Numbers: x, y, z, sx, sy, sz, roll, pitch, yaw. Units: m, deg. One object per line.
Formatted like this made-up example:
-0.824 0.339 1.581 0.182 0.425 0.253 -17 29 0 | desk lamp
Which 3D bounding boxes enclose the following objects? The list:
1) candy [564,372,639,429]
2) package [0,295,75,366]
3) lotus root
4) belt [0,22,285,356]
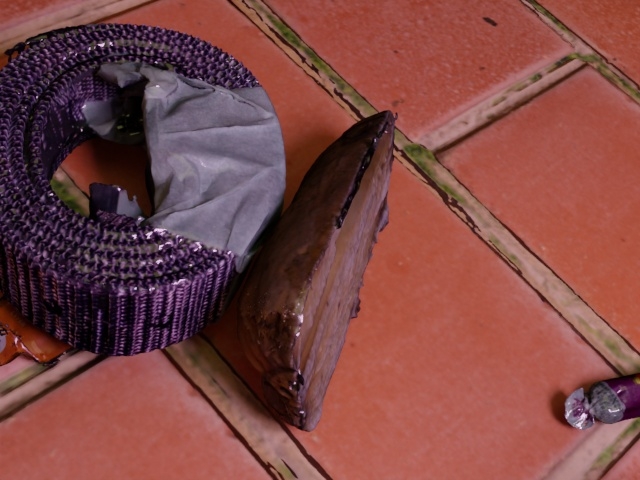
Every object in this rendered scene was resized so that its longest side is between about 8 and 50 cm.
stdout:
0.293 0.137 0.848 0.175 0.043 0.045 -9 59 -18 | candy
-0.253 0.078 0.734 0.077 0.033 0.110 25 30 30 | package
0.000 -0.001 0.798 0.078 0.167 0.329 12 43 11 | lotus root
-0.163 -0.059 0.801 0.260 0.122 0.325 3 48 -11 | belt
